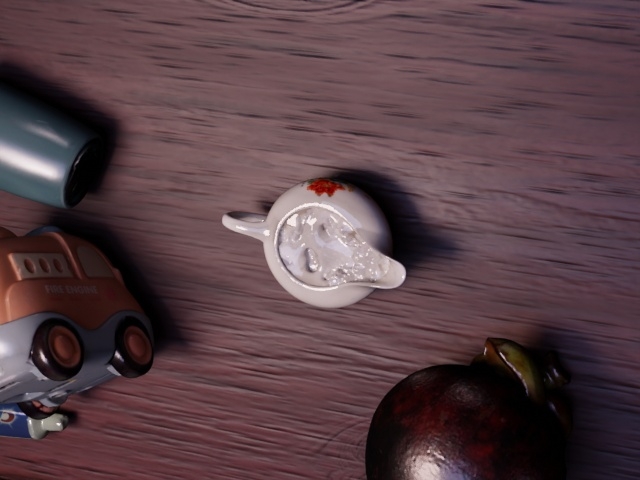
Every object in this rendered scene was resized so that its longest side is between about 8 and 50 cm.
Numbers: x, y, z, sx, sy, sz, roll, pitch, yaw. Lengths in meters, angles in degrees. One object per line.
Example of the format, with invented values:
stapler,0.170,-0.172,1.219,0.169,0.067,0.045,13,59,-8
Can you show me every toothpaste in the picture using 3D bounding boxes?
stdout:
toothpaste,-0.437,0.220,1.874,0.268,0.047,0.069,2,116,24

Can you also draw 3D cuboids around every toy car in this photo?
toy car,-0.332,0.083,1.697,0.180,0.270,0.212,-26,74,29

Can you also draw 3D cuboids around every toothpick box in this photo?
toothpick box,-0.350,-0.111,1.719,0.184,0.120,0.120,24,110,11

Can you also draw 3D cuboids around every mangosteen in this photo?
mangosteen,0.172,0.219,1.567,0.228,0.228,0.265,39,72,8

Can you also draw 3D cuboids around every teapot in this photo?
teapot,0.000,0.000,1.628,0.226,0.092,0.145,13,104,19
